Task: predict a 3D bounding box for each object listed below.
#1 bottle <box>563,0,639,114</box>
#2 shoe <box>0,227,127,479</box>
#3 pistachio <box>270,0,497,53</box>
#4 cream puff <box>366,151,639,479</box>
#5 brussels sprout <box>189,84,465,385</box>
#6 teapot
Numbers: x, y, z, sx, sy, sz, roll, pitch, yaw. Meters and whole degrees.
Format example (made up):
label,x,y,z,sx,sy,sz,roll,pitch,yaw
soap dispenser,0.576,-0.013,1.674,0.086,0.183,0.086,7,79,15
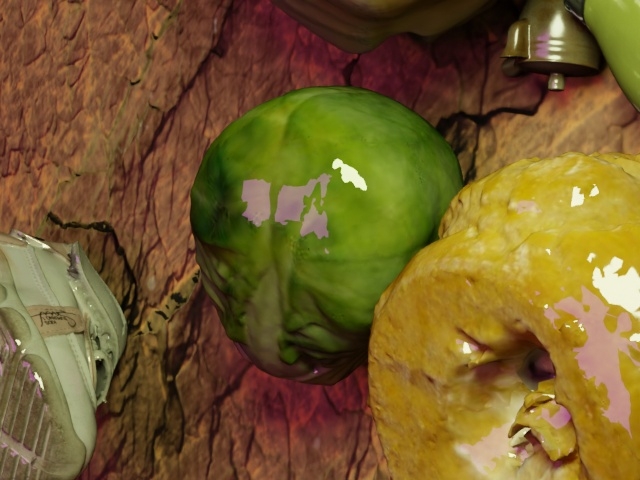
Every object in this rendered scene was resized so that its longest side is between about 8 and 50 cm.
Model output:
label,x,y,z,sx,sy,sz,roll,pitch,yaw
bottle,0.264,-0.120,1.117,0.260,0.112,0.112,51,121,38
shoe,-0.277,0.099,1.612,0.351,0.198,0.172,53,128,38
pistachio,0.026,-0.323,1.270,0.445,0.281,0.365,-125,24,-50
cream puff,0.195,0.105,1.072,0.327,0.231,0.343,-37,73,52
brussels sprout,0.000,0.000,1.327,0.219,0.210,0.271,31,125,23
teapot,0.165,-0.154,1.260,0.110,0.085,0.080,179,98,-67
